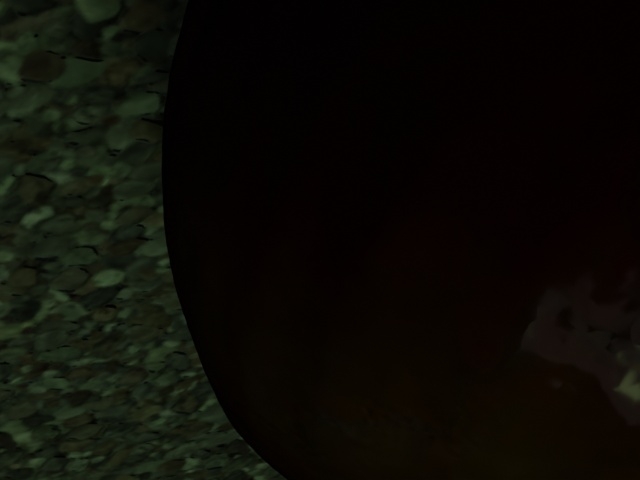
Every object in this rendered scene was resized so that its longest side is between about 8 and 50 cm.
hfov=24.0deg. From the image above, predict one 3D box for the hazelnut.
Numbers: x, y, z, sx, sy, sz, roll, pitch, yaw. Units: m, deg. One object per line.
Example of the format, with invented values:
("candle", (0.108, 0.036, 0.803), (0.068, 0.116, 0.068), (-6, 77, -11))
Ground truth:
("hazelnut", (0.130, -0.032, 0.619), (0.409, 0.359, 0.359), (7, 141, -34))
